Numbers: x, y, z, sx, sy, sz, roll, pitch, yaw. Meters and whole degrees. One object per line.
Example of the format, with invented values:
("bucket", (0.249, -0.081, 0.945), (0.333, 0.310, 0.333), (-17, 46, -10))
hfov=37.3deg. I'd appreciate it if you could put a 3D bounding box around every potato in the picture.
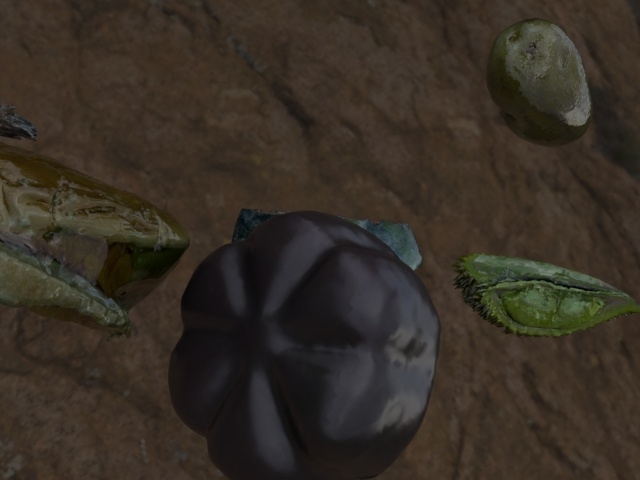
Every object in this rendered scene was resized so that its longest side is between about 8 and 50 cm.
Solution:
("potato", (0.386, -0.261, 1.640), (0.251, 0.174, 0.159), (51, -3, -35))

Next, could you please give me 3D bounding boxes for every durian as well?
("durian", (0.400, 0.085, 1.739), (0.351, 0.169, 0.158), (9, 65, -14))

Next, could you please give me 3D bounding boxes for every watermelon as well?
("watermelon", (0.000, 0.000, 1.551), (0.226, 0.318, 0.148), (-91, 171, -71))

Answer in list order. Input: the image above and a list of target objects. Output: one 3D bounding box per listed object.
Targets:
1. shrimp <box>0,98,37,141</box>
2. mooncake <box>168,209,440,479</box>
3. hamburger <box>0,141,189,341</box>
("shrimp", (-0.587, -0.242, 1.566), (0.316, 0.164, 0.062), (21, 50, -48))
("mooncake", (-0.017, 0.092, 0.803), (0.133, 0.245, 0.245), (24, 44, -51))
("hamburger", (-0.254, -0.013, 0.802), (0.265, 0.284, 0.134), (29, 77, -43))
